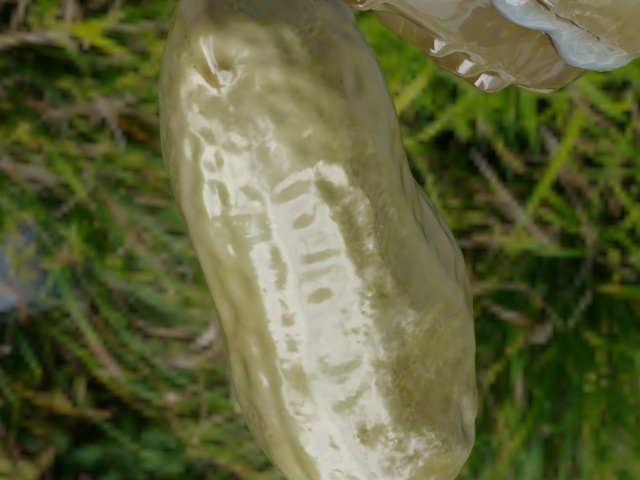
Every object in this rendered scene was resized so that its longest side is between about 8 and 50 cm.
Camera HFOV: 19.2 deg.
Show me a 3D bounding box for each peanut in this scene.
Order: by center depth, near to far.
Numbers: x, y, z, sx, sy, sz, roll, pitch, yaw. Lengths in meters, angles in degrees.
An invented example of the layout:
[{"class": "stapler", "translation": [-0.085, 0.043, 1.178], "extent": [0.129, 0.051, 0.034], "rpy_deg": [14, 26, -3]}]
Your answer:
[{"class": "peanut", "translation": [0.000, 0.000, 0.992], "extent": [0.147, 0.147, 0.319], "rpy_deg": [-7, 115, 26]}]

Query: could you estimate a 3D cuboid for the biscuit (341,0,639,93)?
[{"class": "biscuit", "translation": [0.007, -0.138, 0.495], "extent": [0.079, 0.259, 0.259], "rpy_deg": [-43, 137, 21]}]
